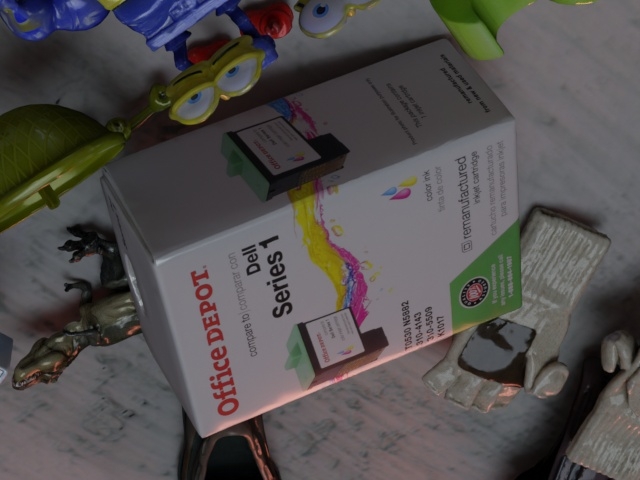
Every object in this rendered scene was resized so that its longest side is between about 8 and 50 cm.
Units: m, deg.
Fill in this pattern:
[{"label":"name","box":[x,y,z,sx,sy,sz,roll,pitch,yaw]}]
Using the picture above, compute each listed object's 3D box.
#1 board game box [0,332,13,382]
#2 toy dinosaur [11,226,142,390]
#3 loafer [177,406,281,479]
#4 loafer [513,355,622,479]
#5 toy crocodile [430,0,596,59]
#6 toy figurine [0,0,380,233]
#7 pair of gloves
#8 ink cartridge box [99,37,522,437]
[{"label":"board game box","box":[-0.445,0.136,1.173,0.318,0.066,0.319,31,104,-15]},{"label":"toy dinosaur","box":[-0.136,0.034,1.266,0.268,0.064,0.118,-20,138,1]},{"label":"loafer","box":[-0.082,0.219,1.433,0.096,0.084,0.268,-8,135,-4]},{"label":"loafer","box":[0.225,0.226,1.509,0.095,0.109,0.303,24,120,-9]},{"label":"toy crocodile","box":[0.227,-0.215,0.991,0.340,0.105,0.115,-18,139,6]},{"label":"toy figurine","box":[-0.133,-0.183,1.034,0.362,0.191,0.217,-31,103,15]},{"label":"pair of gloves","box":[0.231,0.101,1.357,0.240,0.042,0.204,29,117,-13]},{"label":"ink cartridge box","box":[0.000,0.000,1.172,0.278,0.117,0.201,-22,136,-12]}]
